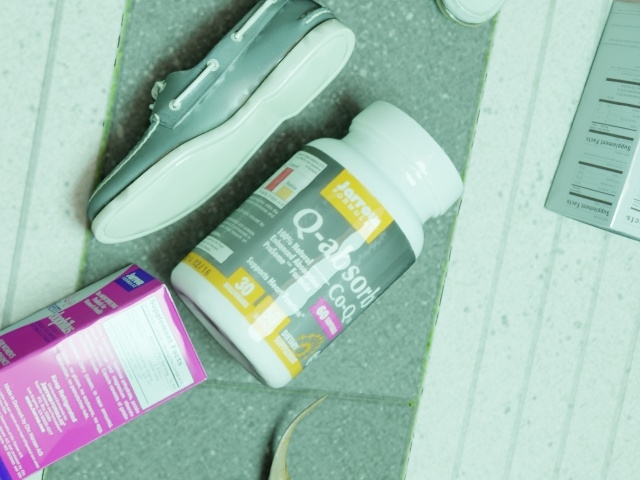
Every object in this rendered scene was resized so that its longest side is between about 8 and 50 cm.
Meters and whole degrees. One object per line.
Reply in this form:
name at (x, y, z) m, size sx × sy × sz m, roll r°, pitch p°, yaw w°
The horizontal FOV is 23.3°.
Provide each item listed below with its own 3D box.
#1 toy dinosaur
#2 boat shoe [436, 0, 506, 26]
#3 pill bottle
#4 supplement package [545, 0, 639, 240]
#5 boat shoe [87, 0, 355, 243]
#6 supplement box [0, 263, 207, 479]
toy dinosaur at (-0.048, 0.267, 1.641) m, size 0.112 × 0.064 × 0.212 m, roll -22°, pitch 119°, yaw -37°
boat shoe at (0.204, -0.363, 1.588) m, size 0.113 × 0.103 × 0.302 m, roll 19°, pitch 93°, yaw -25°
pill bottle at (0.000, 0.000, 1.542) m, size 0.278 × 0.162 × 0.162 m, roll -44°, pitch 114°, yaw -9°
supplement package at (0.366, -0.121, 1.691) m, size 0.139 × 0.134 × 0.244 m, roll 18°, pitch 93°, yaw -26°
boat shoe at (-0.113, -0.124, 1.523) m, size 0.319 × 0.116 × 0.099 m, roll -41°, pitch 70°, yaw -4°
supplement box at (-0.238, 0.126, 1.492) m, size 0.220 × 0.111 × 0.114 m, roll -27°, pitch 109°, yaw -17°
